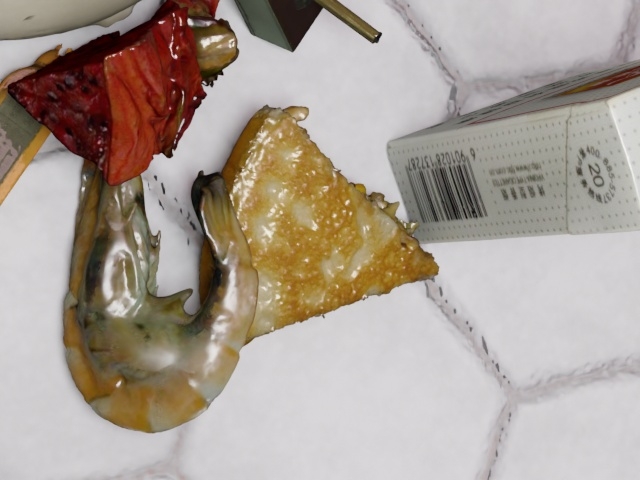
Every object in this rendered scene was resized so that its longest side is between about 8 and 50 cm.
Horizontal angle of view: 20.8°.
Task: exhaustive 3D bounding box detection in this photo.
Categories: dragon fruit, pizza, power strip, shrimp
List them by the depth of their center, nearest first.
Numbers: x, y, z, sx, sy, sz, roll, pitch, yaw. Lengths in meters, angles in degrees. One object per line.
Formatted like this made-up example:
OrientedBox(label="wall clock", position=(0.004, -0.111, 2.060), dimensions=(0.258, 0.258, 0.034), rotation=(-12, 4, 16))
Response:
OrientedBox(label="shrimp", position=(-0.113, 0.010, 1.245), dimensions=(0.145, 0.059, 0.254), rotation=(5, 83, 18))
OrientedBox(label="power strip", position=(-0.231, -0.069, 1.246), dimensions=(0.049, 0.028, 0.178), rotation=(37, 75, -17))
OrientedBox(label="dragon fruit", position=(-0.125, -0.113, 1.247), dimensions=(0.092, 0.122, 0.192), rotation=(65, 31, -17))
OrientedBox(label="pizza", position=(0.000, 0.000, 1.328), dimensions=(0.199, 0.062, 0.188), rotation=(15, 94, -28))

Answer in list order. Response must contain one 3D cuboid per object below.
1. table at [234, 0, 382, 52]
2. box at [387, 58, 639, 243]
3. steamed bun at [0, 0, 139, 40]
OrientedBox(label="table", position=(0.038, -0.260, 1.296), dimensions=(0.111, 0.121, 0.240), rotation=(25, 74, 24))
OrientedBox(label="box", position=(0.215, -0.075, 1.271), dimensions=(0.210, 0.330, 0.095), rotation=(-21, 95, -23))
OrientedBox(label="steamed bun", position=(-0.214, -0.320, 1.153), dimensions=(0.375, 0.241, 0.374), rotation=(2, 86, -20))
